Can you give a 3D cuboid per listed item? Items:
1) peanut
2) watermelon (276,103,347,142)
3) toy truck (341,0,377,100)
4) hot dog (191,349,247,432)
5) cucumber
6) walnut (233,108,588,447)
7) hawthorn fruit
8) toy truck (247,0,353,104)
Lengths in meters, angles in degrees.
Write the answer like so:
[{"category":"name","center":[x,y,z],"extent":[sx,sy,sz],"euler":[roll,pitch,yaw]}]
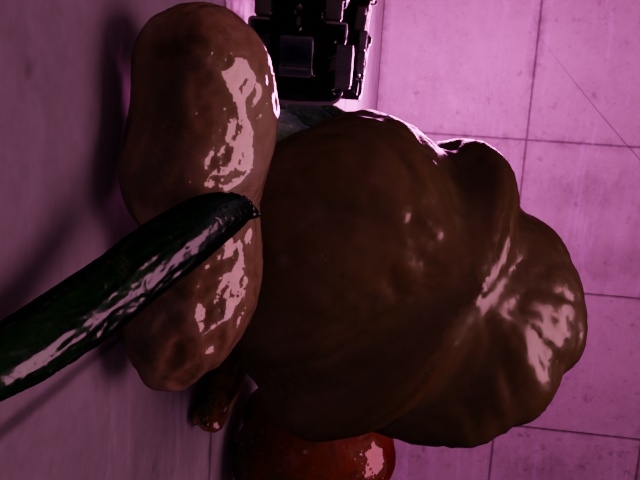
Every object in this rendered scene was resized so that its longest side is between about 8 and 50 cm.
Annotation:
[{"category":"peanut","center":[-0.074,-0.021,0.457],"extent":[0.104,0.085,0.228],"euler":[-30,127,-66]},{"category":"watermelon","center":[0.014,-0.003,0.902],"extent":[0.302,0.151,0.264],"euler":[87,10,-45]},{"category":"toy truck","center":[0.032,-0.292,1.137],"extent":[0.092,0.083,0.192],"euler":[76,21,-69]},{"category":"hot dog","center":[-0.084,0.119,0.684],"extent":[0.122,0.037,0.049],"euler":[-64,170,-58]},{"category":"cucumber","center":[-0.091,0.019,0.353],"extent":[0.184,0.036,0.033],"euler":[-43,113,-46]},{"category":"walnut","center":[0.049,0.036,0.626],"extent":[0.282,0.253,0.277],"euler":[60,-21,-11]},{"category":"hawthorn fruit","center":[-0.006,0.223,0.831],"extent":[0.173,0.172,0.173],"euler":[5,90,-83]},{"category":"toy truck","center":[-0.014,-0.252,0.688],"extent":[0.124,0.114,0.253],"euler":[-83,178,-72]}]
